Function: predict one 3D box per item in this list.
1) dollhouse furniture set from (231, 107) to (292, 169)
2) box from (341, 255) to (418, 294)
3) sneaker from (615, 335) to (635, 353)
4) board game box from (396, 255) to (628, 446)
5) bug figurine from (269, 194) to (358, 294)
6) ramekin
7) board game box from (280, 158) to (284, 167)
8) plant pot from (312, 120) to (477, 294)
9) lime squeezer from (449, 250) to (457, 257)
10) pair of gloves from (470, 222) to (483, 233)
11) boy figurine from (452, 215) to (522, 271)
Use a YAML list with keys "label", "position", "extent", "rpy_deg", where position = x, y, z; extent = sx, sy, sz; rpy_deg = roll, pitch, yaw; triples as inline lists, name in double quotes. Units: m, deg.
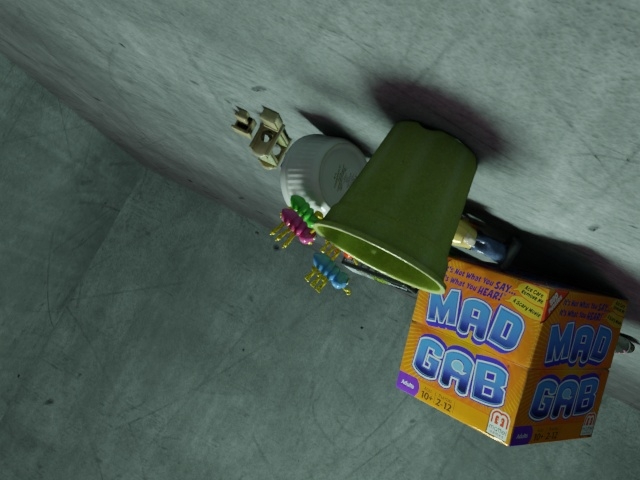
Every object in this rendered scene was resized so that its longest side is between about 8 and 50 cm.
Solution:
- label: "dollhouse furniture set"
  position: [-0.180, -0.275, 1.770]
  extent: [0.160, 0.101, 0.182]
  rpy_deg: [26, 172, 13]
- label: "box"
  position: [0.203, 0.012, 1.909]
  extent: [0.060, 0.216, 0.270]
  rpy_deg: [35, 169, -37]
- label: "sneaker"
  position: [0.868, 0.308, 2.108]
  extent: [0.077, 0.072, 0.178]
  rpy_deg: [20, -176, -35]
- label: "board game box"
  position: [0.468, 0.257, 1.715]
  extent: [0.356, 0.357, 0.356]
  rpy_deg: [9, -174, -40]
- label: "bug figurine"
  position: [0.000, 0.000, 1.467]
  extent: [0.216, 0.072, 0.279]
  rpy_deg: [44, -161, -6]
- label: "ramekin"
  position: [0.019, -0.144, 1.598]
  extent: [0.109, 0.207, 0.207]
  rpy_deg: [4, 157, 48]
- label: "board game box"
  position: [-0.024, -0.181, 2.062]
  extent: [0.141, 0.048, 0.170]
  rpy_deg: [23, 171, 26]
- label: "plant pot"
  position: [0.164, -0.074, 1.314]
  extent: [0.276, 0.254, 0.276]
  rpy_deg: [27, 172, 4]
- label: "lime squeezer"
  position: [0.362, 0.020, 2.010]
  extent: [0.109, 0.059, 0.310]
  rpy_deg: [27, 172, 6]
- label: "pair of gloves"
  position: [0.365, -0.012, 1.701]
  extent: [0.074, 0.083, 0.010]
  rpy_deg: [47, 144, 23]
- label: "boy figurine"
  position: [0.323, -0.036, 1.626]
  extent: [0.285, 0.092, 0.177]
  rpy_deg: [31, -161, 3]
